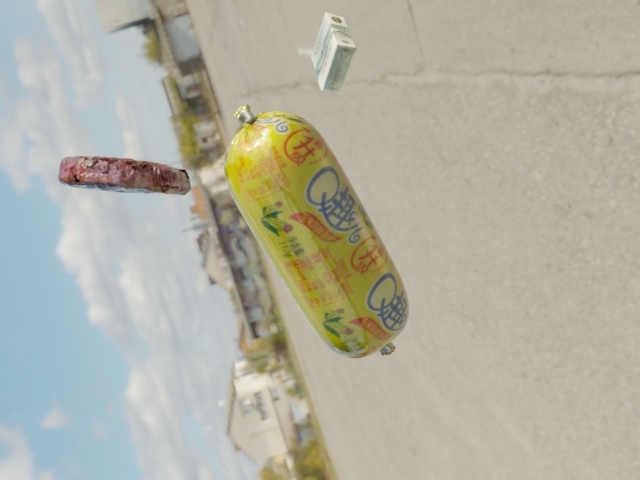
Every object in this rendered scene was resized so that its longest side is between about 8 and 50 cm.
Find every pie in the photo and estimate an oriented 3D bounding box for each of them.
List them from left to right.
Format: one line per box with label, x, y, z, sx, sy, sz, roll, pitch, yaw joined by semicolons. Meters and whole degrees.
pie;-0.223;-0.073;1.085;0.153;0.154;0.038;-158;72;-85

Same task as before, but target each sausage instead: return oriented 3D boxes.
sausage;0.000;0.000;1.066;0.347;0.123;0.123;59;-179;-22

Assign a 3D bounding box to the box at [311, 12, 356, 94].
box;0.012;-0.191;0.969;0.083;0.024;0.054;-104;30;-54
